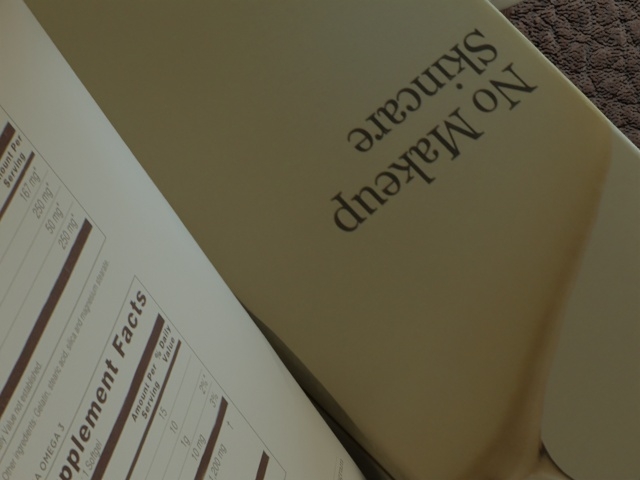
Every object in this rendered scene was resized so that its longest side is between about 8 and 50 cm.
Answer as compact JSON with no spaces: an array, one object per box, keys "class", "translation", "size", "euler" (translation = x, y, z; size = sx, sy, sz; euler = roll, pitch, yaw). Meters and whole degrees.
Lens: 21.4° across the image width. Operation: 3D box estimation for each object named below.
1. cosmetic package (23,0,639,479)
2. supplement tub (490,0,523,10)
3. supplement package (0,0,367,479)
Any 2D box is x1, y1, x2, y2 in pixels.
[{"class":"cosmetic package","translation":[0.006,-0.018,0.641],"size":[0.160,0.309,0.113],"euler":[-42,170,-21]},{"class":"supplement tub","translation":[0.117,-0.309,1.356],"size":[0.331,0.241,0.241],"euler":[-54,146,-70]},{"class":"supplement package","translation":[-0.095,0.072,0.496],"size":[0.244,0.139,0.134],"euler":[57,31,-30]}]
